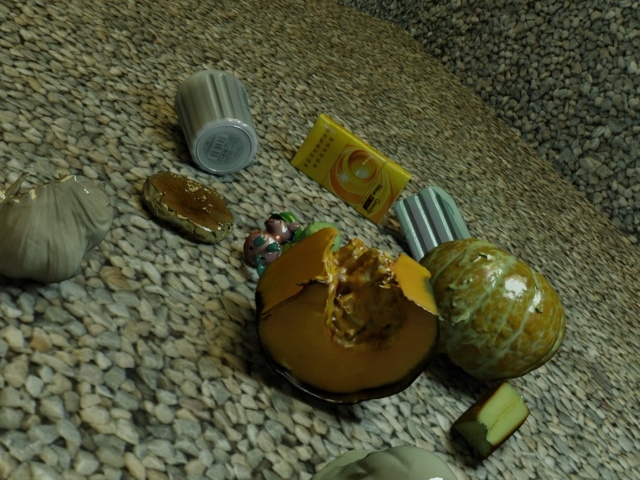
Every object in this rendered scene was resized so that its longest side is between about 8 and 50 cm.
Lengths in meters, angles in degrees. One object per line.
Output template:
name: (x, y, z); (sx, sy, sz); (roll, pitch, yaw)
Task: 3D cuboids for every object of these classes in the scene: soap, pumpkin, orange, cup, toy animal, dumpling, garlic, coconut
soap: (0.287, -0.012, 2.214); (0.091, 0.145, 0.230); (-6, 72, -60)
pumpkin: (0.042, 0.127, 1.544); (0.303, 0.256, 0.225); (23, 30, -9)
orange: (0.333, 0.140, 1.865); (0.329, 0.249, 0.329); (38, 2, -1)
cup: (-0.206, -0.251, 2.048); (0.221, 0.167, 0.202); (17, 32, -29)
toy animal: (-0.090, 0.012, 1.808); (0.103, 0.100, 0.208); (55, 15, -6)
dumpling: (0.084, 0.378, 1.306); (0.227, 0.243, 0.175); (6, 73, -16)
garlic: (-0.418, -0.010, 1.367); (0.230, 0.178, 0.142); (-4, 73, -26)
coconut: (0.000, 0.000, 1.937); (0.088, 0.096, 0.087); (4, 61, -8)

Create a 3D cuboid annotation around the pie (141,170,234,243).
pie: (-0.254, -0.063, 1.786); (0.195, 0.046, 0.195); (27, 27, -15)

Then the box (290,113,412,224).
box: (0.074, -0.175, 2.260); (0.269, 0.152, 0.043); (36, 25, 4)

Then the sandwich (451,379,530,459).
sandwich: (0.312, 0.338, 1.701); (0.090, 0.088, 0.244); (50, 24, 13)
